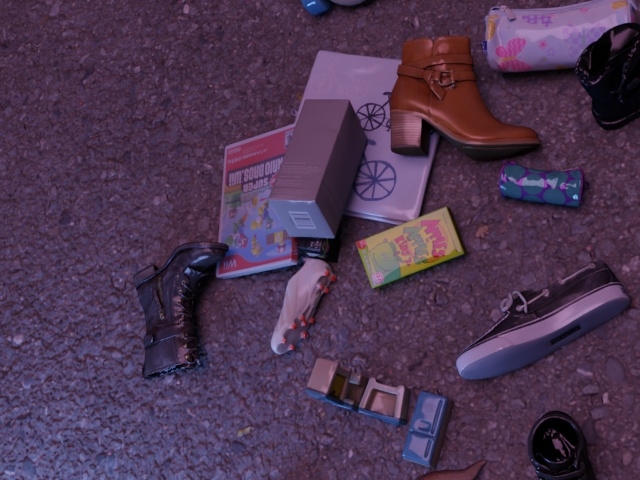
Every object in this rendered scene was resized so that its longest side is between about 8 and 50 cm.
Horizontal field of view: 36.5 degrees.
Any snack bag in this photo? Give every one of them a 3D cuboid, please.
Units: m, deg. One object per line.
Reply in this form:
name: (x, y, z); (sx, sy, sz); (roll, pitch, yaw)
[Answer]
snack bag: (0.084, -0.212, 1.907); (0.323, 0.037, 0.343); (11, 78, 25)

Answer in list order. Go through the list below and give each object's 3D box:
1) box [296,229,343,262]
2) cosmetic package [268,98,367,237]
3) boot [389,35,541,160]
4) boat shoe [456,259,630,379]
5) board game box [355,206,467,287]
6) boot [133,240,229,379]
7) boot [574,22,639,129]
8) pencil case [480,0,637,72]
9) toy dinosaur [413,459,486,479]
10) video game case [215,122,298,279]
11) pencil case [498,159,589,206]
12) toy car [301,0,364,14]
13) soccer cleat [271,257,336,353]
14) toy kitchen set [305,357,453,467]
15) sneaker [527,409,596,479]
box: (0.000, 0.000, 1.843); (0.052, 0.083, 0.062); (7, 75, 25)
cosmetic package: (-0.001, -0.135, 1.796); (0.107, 0.127, 0.238); (2, 56, 23)
boot: (0.268, -0.264, 1.788); (0.283, 0.109, 0.220); (3, 79, 21)
boat shoe: (0.357, 0.128, 1.631); (0.306, 0.113, 0.105); (-30, 57, 8)
board game box: (0.166, 0.014, 1.777); (0.181, 0.043, 0.092); (-22, 82, 15)
boot: (-0.263, 0.141, 1.905); (0.263, 0.091, 0.229); (-28, 63, 31)
boot: (0.554, -0.302, 1.638); (0.246, 0.207, 0.094); (-32, 63, 10)
pencil case: (0.435, -0.374, 1.764); (0.273, 0.113, 0.124); (0, 105, 23)
toy dinosaur: (0.161, 0.471, 1.597); (0.200, 0.127, 0.296); (16, 74, 34)
video game case: (-0.120, -0.076, 1.921); (0.204, 0.025, 0.285); (-13, 67, 38)
pencil case: (0.393, -0.101, 1.719); (0.151, 0.064, 0.070); (8, 92, 25)
toy car: (0.052, -0.626, 2.008); (0.219, 0.210, 0.238); (-17, 38, 32)
soccer cleat: (-0.044, 0.123, 1.835); (0.076, 0.068, 0.196); (22, 76, 34)
toy kitchen set: (0.095, 0.293, 1.655); (0.207, 0.166, 0.122); (11, 77, 26)
sneaker: (0.385, 0.401, 1.505); (0.104, 0.147, 0.296); (-17, 68, 15)
